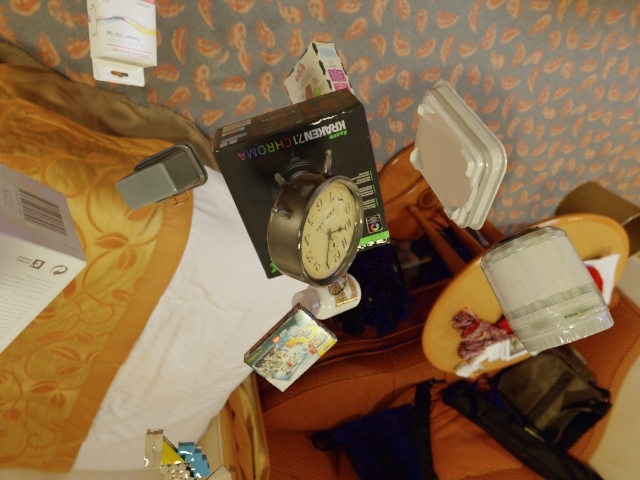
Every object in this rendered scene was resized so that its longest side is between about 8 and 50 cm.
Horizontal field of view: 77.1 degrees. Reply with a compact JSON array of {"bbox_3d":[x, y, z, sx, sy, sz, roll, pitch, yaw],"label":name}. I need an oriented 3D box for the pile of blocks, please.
[{"bbox_3d":[-0.335,0.627,1.079,0.149,0.112,0.362,-36,96,-20],"label":"pile of blocks"}]

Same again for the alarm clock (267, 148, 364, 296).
[{"bbox_3d":[0.000,0.000,0.482,0.129,0.064,0.192,-51,137,-31],"label":"alarm clock"}]

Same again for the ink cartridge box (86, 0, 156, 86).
[{"bbox_3d":[-0.408,-0.432,0.832,0.115,0.067,0.198,-12,111,-47],"label":"ink cartridge box"}]

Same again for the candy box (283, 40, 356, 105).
[{"bbox_3d":[0.008,-0.337,0.988,0.071,0.234,0.159,-16,172,-35],"label":"candy box"}]

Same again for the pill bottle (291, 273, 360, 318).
[{"bbox_3d":[0.020,0.198,1.382,0.229,0.131,0.131,-13,136,-42],"label":"pill bottle"}]

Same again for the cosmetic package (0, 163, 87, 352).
[{"bbox_3d":[-0.665,0.099,0.728,0.453,0.230,0.161,-45,146,4],"label":"cosmetic package"}]

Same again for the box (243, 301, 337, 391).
[{"bbox_3d":[-0.088,0.315,1.181,0.233,0.044,0.159,-44,107,7],"label":"box"}]

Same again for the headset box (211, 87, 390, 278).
[{"bbox_3d":[-0.024,-0.089,0.727,0.246,0.131,0.283,-16,124,1],"label":"headset box"}]

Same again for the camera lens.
[{"bbox_3d":[0.554,0.116,1.010,0.219,0.274,0.219,-17,161,-6],"label":"camera lens"}]

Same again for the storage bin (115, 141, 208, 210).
[{"bbox_3d":[-0.283,-0.101,0.711,0.135,0.091,0.098,-17,111,20],"label":"storage bin"}]

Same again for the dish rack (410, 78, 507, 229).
[{"bbox_3d":[0.323,-0.210,1.025,0.072,0.333,0.286,-16,144,-9],"label":"dish rack"}]
